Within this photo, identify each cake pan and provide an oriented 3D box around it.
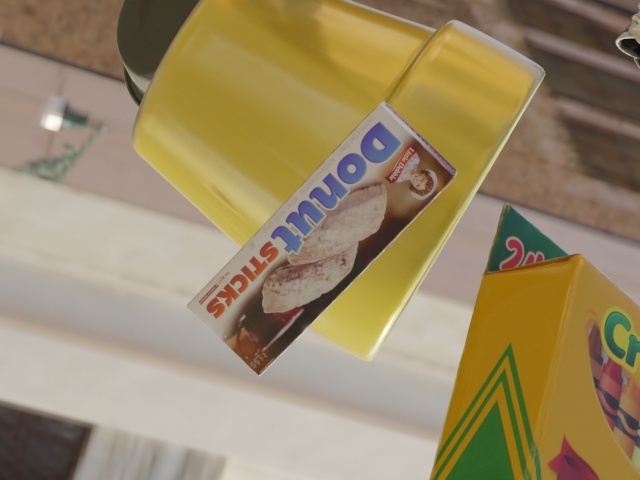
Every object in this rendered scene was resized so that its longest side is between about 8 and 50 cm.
[{"bbox_3d":[-0.104,-0.258,1.876,0.293,0.054,0.293,-17,-130,20],"label":"cake pan"}]

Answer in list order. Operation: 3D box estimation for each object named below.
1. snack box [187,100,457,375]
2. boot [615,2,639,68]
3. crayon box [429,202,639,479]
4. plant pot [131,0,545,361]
[{"bbox_3d":[0.000,0.000,1.037,0.178,0.064,0.022,-46,179,16],"label":"snack box"},{"bbox_3d":[0.337,-0.237,1.673,0.123,0.095,0.258,-34,-131,2],"label":"boot"},{"bbox_3d":[0.155,0.152,0.974,0.081,0.202,0.318,-14,-131,44],"label":"crayon box"},{"bbox_3d":[0.002,-0.078,1.258,0.254,0.239,0.254,-58,176,-6],"label":"plant pot"}]
